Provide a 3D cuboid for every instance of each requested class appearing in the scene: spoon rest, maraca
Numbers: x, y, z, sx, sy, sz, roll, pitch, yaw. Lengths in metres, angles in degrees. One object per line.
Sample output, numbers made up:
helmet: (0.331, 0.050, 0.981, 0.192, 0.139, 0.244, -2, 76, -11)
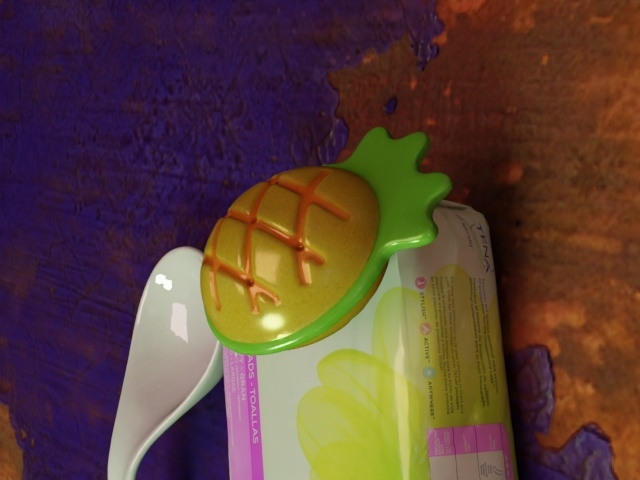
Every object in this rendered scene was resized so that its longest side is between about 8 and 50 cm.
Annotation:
spoon rest: (-0.134, 0.142, 1.137, 0.137, 0.084, 0.276, 18, 102, 50)
maraca: (0.000, 0.000, 0.816, 0.186, 0.099, 0.127, -35, 48, 13)

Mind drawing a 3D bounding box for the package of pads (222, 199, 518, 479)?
package of pads: (0.031, 0.133, 0.914, 0.229, 0.101, 0.296, -18, 74, 49)
